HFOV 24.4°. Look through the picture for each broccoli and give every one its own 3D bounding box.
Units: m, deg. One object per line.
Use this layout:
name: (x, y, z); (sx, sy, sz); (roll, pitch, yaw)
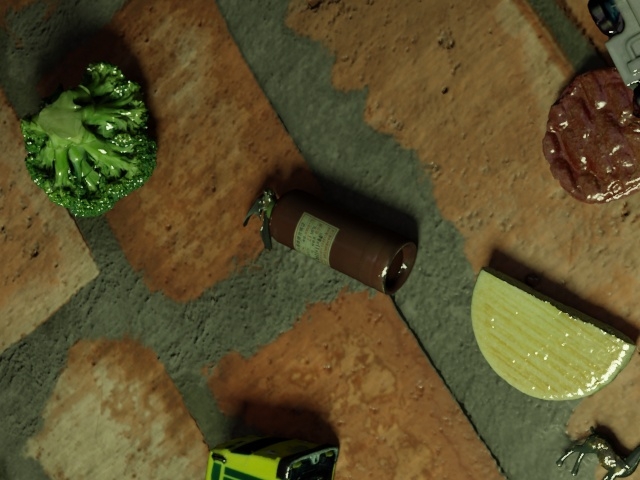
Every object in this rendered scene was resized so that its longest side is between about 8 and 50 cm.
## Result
broccoli: (-0.295, -0.127, 1.875); (0.195, 0.156, 0.195); (-3, 66, 6)

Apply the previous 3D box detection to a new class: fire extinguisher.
fire extinguisher: (0.000, 0.000, 1.759); (0.231, 0.071, 0.099); (24, 130, 28)

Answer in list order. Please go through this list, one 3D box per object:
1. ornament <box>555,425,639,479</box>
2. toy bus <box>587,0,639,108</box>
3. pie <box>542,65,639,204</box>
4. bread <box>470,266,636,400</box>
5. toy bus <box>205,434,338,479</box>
ornament: (0.322, 0.226, 1.602); (0.073, 0.028, 0.125); (49, 115, 19)
toy bus: (0.368, -0.203, 1.499); (0.126, 0.136, 0.209); (-30, 78, 25)
pie: (0.311, -0.114, 1.593); (0.153, 0.038, 0.153); (2, 93, 32)
bread: (0.245, 0.117, 1.638); (0.193, 0.036, 0.112); (27, 109, 23)
toy bus: (-0.073, 0.363, 1.771); (0.150, 0.128, 0.262); (13, 98, 29)
